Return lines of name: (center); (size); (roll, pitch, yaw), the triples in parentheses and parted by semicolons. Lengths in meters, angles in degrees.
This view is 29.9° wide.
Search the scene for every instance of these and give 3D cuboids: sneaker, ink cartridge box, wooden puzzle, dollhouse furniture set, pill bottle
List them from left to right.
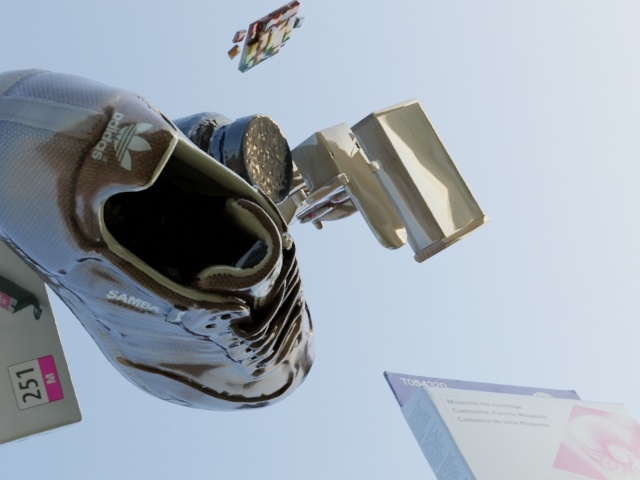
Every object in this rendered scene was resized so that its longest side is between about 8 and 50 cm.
ink cartridge box: (-0.432, 0.115, 1.398); (0.238, 0.060, 0.275); (-14, -98, -25)
pill bottle: (-0.144, -0.065, 1.241); (0.122, 0.219, 0.123); (24, -119, -55)
sneaker: (-0.038, 0.016, 0.386); (0.188, 0.071, 0.066); (45, -116, -52)
wooden puzzle: (-0.039, -0.154, 0.904); (0.083, 0.006, 0.049); (-36, -19, -33)
dollhouse furniture set: (0.000, 0.000, 1.446); (0.303, 0.355, 0.174); (-24, -97, -53)
ink cartridge box: (0.278, 0.261, 1.493); (0.324, 0.330, 0.071); (8, -58, -26)
